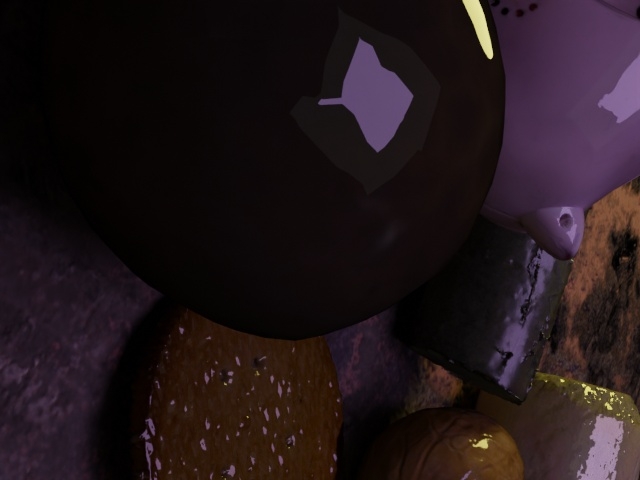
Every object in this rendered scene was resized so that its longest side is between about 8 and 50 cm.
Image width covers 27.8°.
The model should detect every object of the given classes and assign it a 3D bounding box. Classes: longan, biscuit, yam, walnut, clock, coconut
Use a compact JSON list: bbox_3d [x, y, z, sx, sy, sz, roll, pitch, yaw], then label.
[{"bbox_3d":[-0.030,-0.113,0.975,0.404,0.336,0.405,-20,90,-76],"label":"longan"},{"bbox_3d":[-0.075,0.177,1.207,0.305,0.038,0.305,10,78,-53],"label":"biscuit"},{"bbox_3d":[0.213,0.025,1.498,0.168,0.168,0.304,27,79,-55],"label":"yam"},{"bbox_3d":[0.139,0.286,1.469,0.221,0.195,0.195,-6,106,-53],"label":"walnut"},{"bbox_3d":[0.244,-0.200,1.305,0.377,0.368,0.250,-54,177,-20],"label":"clock"},{"bbox_3d":[0.288,0.293,1.644,0.239,0.239,0.244,18,84,-55],"label":"coconut"}]
